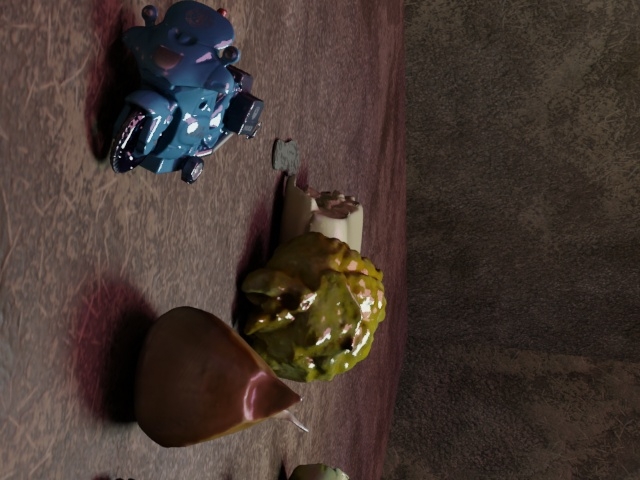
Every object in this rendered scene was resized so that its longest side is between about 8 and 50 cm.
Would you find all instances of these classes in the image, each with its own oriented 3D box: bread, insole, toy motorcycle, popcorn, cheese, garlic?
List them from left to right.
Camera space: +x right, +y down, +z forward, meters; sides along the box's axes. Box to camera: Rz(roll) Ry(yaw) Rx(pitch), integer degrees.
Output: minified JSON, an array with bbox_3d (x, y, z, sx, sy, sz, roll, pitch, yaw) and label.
[{"bbox_3d":[-0.137,-0.157,1.152,0.182,0.124,0.272,-64,171,11],"label":"toy motorcycle"},{"bbox_3d":[-0.115,0.184,1.258,0.338,0.196,0.151,88,25,-74],"label":"garlic"},{"bbox_3d":[-0.057,-0.140,1.857,0.193,0.006,0.065,-3,99,-79],"label":"insole"},{"bbox_3d":[-0.019,0.546,2.116,0.156,0.158,0.260,-23,120,-66],"label":"bread"},{"bbox_3d":[-0.009,0.109,1.705,0.266,0.192,0.233,8,102,-43],"label":"popcorn"},{"bbox_3d":[0.000,0.000,1.921,0.266,0.127,0.233,-33,127,-80],"label":"cheese"}]

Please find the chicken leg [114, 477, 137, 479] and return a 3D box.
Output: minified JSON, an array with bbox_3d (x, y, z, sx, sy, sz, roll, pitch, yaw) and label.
[{"bbox_3d":[-0.213,0.413,1.183,0.177,0.083,0.322,-43,137,-61],"label":"chicken leg"}]
